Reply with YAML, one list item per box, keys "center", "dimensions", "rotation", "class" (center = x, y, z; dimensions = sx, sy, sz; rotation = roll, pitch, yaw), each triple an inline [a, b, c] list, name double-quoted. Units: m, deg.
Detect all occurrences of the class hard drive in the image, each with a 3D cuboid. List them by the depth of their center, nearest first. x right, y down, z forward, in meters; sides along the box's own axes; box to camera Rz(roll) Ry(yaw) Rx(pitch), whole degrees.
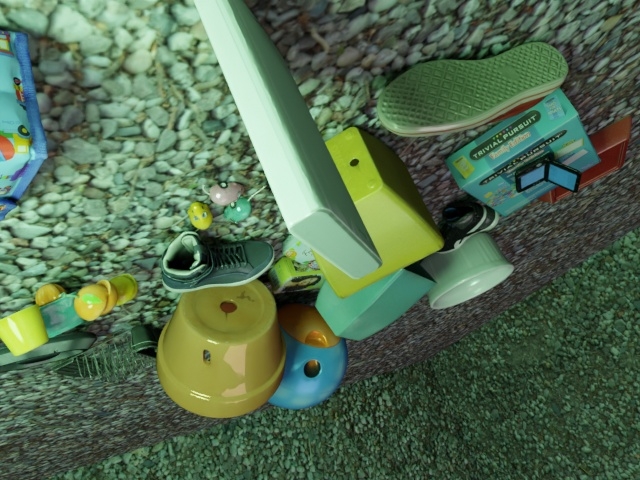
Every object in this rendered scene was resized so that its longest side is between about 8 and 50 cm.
- center: [-0.036, -0.120, 0.580]
  dimensions: [0.040, 0.308, 0.203]
  rotation: [-29, 157, 10]
  class: "hard drive"

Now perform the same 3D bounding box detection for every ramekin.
- center: [0.438, 0.090, 1.728]
  dimensions: [0.277, 0.135, 0.277]
  rotation: [-20, 158, -9]
  class: "ramekin"

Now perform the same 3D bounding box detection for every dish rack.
- center: [-0.495, 0.294, 1.368]
  dimensions: [0.271, 0.074, 0.208]
  rotation: [-24, 157, 3]
  class: "dish rack"

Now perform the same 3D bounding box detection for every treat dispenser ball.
- center: [-0.068, 0.316, 1.541]
  dimensions: [0.288, 0.288, 0.288]
  rotation: [-20, 157, -9]
  class: "treat dispenser ball"

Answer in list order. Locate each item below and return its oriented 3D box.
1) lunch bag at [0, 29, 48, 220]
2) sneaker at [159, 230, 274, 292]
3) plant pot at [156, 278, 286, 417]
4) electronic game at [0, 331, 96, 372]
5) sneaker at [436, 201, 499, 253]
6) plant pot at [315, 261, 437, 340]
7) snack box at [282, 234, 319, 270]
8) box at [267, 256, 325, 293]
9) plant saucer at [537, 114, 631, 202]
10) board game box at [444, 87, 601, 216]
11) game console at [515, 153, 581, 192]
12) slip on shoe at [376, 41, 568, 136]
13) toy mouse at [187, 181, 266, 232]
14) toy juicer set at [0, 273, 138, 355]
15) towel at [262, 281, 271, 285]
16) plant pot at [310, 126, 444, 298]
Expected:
- center: [-0.431, -0.084, 0.564]
  dimensions: [0.220, 0.138, 0.293]
  rotation: [-6, 164, -38]
  class: "lunch bag"
- center: [-0.188, 0.033, 1.051]
  dimensions: [0.226, 0.086, 0.163]
  rotation: [-16, 163, -15]
  class: "sneaker"
- center: [-0.208, 0.203, 1.216]
  dimensions: [0.290, 0.291, 0.204]
  rotation: [-12, 138, -25]
  class: "plant pot"
- center: [-0.574, 0.223, 1.135]
  dimensions: [0.229, 0.048, 0.229]
  rotation: [-15, 170, -3]
  class: "electronic game"
- center: [0.336, -0.041, 1.440]
  dimensions: [0.121, 0.079, 0.217]
  rotation: [14, 146, -32]
  class: "sneaker"
- center: [0.113, 0.115, 1.324]
  dimensions: [0.234, 0.165, 0.165]
  rotation: [-50, 142, 15]
  class: "plant pot"
- center: [0.000, 0.000, 1.194]
  dimensions: [0.100, 0.037, 0.141]
  rotation: [29, 128, -32]
  class: "snack box"
- center: [-0.010, 0.076, 1.369]
  dimensions: [0.232, 0.058, 0.087]
  rotation: [-5, 151, -39]
  class: "box"
- center: [0.682, -0.191, 1.454]
  dimensions: [0.259, 0.048, 0.258]
  rotation: [-29, 157, 15]
  class: "plant saucer"
- center: [0.451, -0.176, 1.224]
  dimensions: [0.253, 0.079, 0.336]
  rotation: [-34, 155, 24]
  class: "board game box"
- center: [0.470, -0.121, 1.165]
  dimensions: [0.107, 0.071, 0.122]
  rotation: [-28, 157, 11]
  class: "game console"
- center: [0.235, -0.222, 0.877]
  dimensions: [0.331, 0.123, 0.101]
  rotation: [-20, 162, -20]
  class: "slip on shoe"
- center: [-0.155, -0.060, 0.961]
  dimensions: [0.143, 0.031, 0.161]
  rotation: [-19, 157, -11]
  class: "toy mouse"
- center: [-0.434, 0.102, 0.998]
  dimensions: [0.209, 0.090, 0.329]
  rotation: [-26, -176, -15]
  class: "toy juicer set"
- center: [-0.122, 0.106, 1.364]
  dimensions: [0.083, 0.010, 0.060]
  rotation: [-5, 172, -39]
  class: "towel"
- center: [0.054, -0.062, 0.957]
  dimensions: [0.212, 0.212, 0.187]
  rotation: [-29, 144, 13]
  class: "plant pot"
